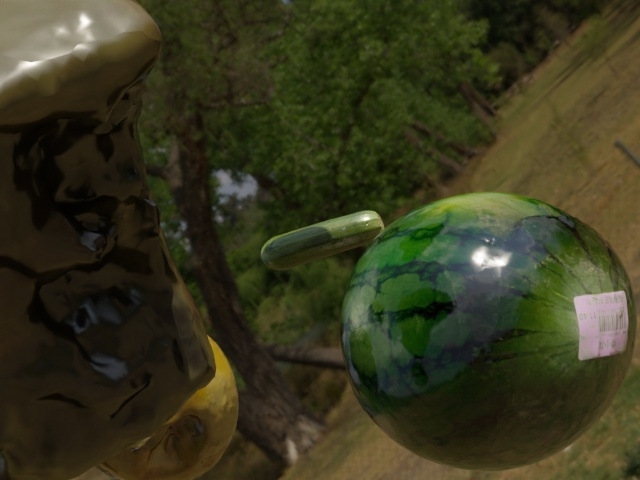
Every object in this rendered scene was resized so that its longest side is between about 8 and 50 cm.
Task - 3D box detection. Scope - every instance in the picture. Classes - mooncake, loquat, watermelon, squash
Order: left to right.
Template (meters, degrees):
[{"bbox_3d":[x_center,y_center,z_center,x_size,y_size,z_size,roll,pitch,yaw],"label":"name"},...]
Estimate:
[{"bbox_3d":[-0.233,-0.001,0.740,0.246,0.394,0.393,-24,2,-19],"label":"mooncake"},{"bbox_3d":[-0.223,0.208,1.202,0.244,0.244,0.244,-43,0,0],"label":"loquat"},{"bbox_3d":[0.000,0.000,1.579,0.229,0.066,0.066,-17,8,16],"label":"squash"},{"bbox_3d":[0.187,0.106,1.073,0.363,0.363,0.363,-43,0,0],"label":"watermelon"}]
